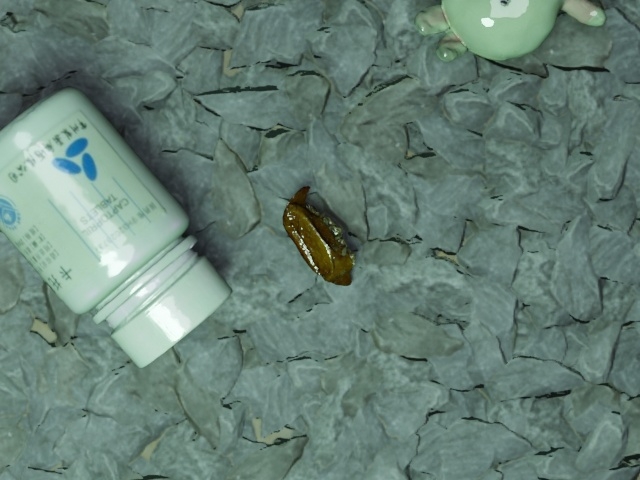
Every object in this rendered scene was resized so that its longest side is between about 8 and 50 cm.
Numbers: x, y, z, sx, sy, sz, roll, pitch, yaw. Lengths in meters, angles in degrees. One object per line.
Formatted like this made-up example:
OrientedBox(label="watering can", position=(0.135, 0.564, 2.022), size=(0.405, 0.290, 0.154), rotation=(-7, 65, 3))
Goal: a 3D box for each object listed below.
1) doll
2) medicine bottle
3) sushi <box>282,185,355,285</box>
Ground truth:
OrientedBox(label="doll", position=(0.242, -0.288, 1.737), size=(0.275, 0.113, 0.155), rotation=(-31, 83, 4))
OrientedBox(label="medicine bottle", position=(-0.240, -0.012, 1.669), size=(0.170, 0.170, 0.293), rotation=(-41, 94, -3))
OrientedBox(label="sushi", position=(0.000, 0.000, 1.741), size=(0.120, 0.055, 0.052), rotation=(53, 132, 5))
